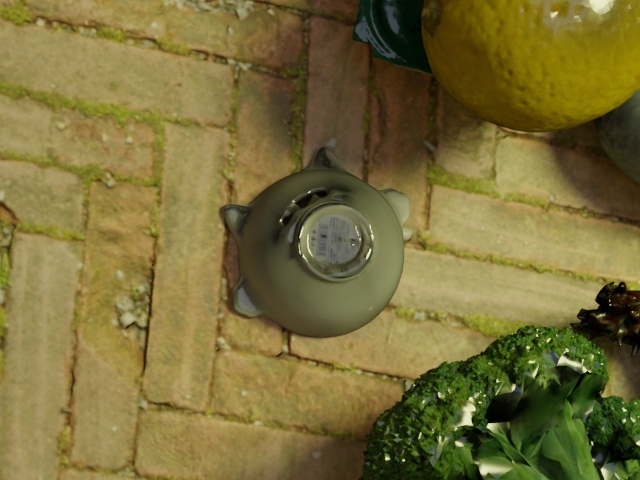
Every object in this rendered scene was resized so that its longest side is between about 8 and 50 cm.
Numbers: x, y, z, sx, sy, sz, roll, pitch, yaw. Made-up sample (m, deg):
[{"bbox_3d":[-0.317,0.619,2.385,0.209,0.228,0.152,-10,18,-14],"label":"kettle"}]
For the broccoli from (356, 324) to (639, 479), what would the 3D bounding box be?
[{"bbox_3d":[0.205,0.275,1.513,0.413,0.321,0.310,19,48,-32],"label":"broccoli"}]

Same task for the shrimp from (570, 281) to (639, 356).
[{"bbox_3d":[0.391,0.133,1.616,0.075,0.289,0.178,-38,68,20],"label":"shrimp"}]

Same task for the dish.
[{"bbox_3d":[0.000,0.000,1.619,0.228,0.086,0.236,35,75,-5],"label":"dish"}]

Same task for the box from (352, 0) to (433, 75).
[{"bbox_3d":[0.185,-0.336,1.708,0.264,0.106,0.336,16,78,-9],"label":"box"}]

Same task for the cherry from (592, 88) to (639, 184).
[{"bbox_3d":[0.475,-0.161,1.688,0.296,0.218,0.255,5,83,2],"label":"cherry"}]

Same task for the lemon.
[{"bbox_3d":[0.245,-0.240,1.526,0.267,0.267,0.267,2,80,-12],"label":"lemon"}]
